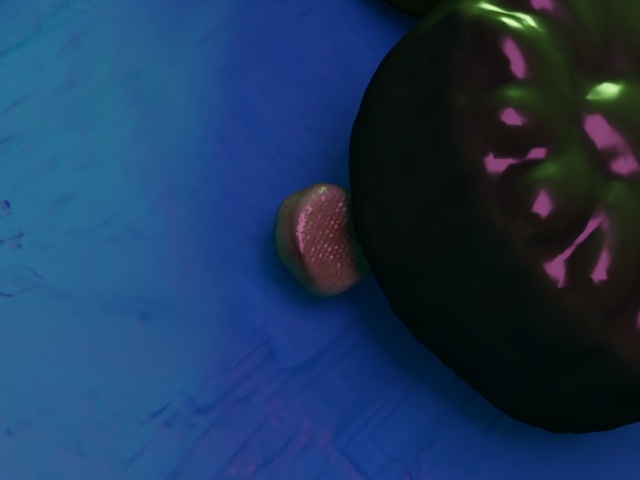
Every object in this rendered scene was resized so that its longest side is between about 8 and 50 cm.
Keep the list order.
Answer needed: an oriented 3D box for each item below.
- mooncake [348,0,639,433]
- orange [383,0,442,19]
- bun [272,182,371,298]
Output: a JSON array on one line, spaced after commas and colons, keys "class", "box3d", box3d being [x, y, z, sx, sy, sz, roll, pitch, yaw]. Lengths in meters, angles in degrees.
[{"class": "mooncake", "box3d": [0.204, -0.043, 1.205, 0.356, 0.194, 0.356, 18, 58, -31]}, {"class": "orange", "box3d": [0.130, -0.305, 1.346, 0.249, 0.183, 0.249, 11, 61, -20]}, {"class": "bun", "box3d": [0.000, 0.000, 1.198, 0.086, 0.055, 0.086, 7, 76, -31]}]
